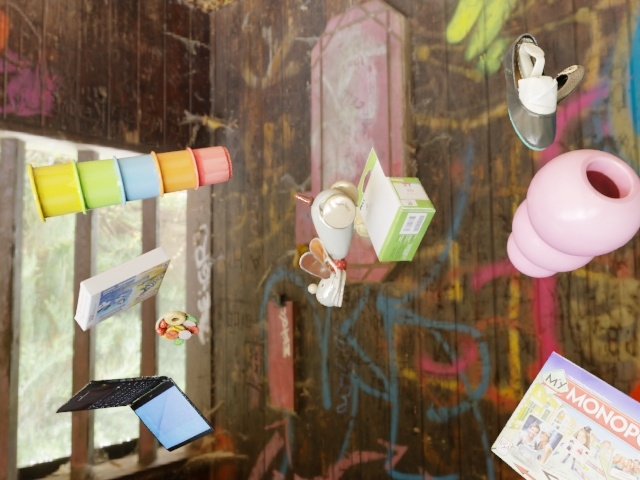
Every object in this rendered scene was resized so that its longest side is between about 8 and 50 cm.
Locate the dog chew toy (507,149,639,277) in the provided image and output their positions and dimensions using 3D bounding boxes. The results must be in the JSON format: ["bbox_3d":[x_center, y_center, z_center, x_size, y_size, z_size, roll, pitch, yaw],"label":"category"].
[{"bbox_3d":[0.492,-0.031,1.086,0.206,0.207,0.332,0,151,-8],"label":"dog chew toy"}]

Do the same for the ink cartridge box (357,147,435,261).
[{"bbox_3d":[0.188,-0.099,1.422,0.096,0.255,0.189,0,136,-18],"label":"ink cartridge box"}]

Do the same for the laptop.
[{"bbox_3d":[-0.415,0.400,1.190,0.264,0.137,0.234,8,147,-41],"label":"laptop"}]

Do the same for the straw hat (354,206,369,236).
[{"bbox_3d":[0.146,-0.046,1.733,0.144,0.061,0.145,1,146,1],"label":"straw hat"}]

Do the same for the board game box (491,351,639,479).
[{"bbox_3d":[0.467,0.357,0.863,0.046,0.214,0.317,29,-177,-45],"label":"board game box"}]

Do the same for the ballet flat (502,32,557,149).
[{"bbox_3d":[0.433,-0.320,1.102,0.095,0.281,0.096,0,149,-4],"label":"ballet flat"}]

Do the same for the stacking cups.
[{"bbox_3d":[-0.311,-0.111,0.902,0.316,0.096,0.096,-15,-178,-24],"label":"stacking cups"}]

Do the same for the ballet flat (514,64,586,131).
[{"bbox_3d":[0.558,-0.353,1.308,0.250,0.058,0.084,-46,-171,-9],"label":"ballet flat"}]

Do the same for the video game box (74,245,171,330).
[{"bbox_3d":[-0.465,0.113,1.255,0.205,0.048,0.187,-29,168,-39],"label":"video game box"}]

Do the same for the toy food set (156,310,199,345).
[{"bbox_3d":[-0.285,0.173,1.066,0.083,0.020,0.082,-42,126,18],"label":"toy food set"}]

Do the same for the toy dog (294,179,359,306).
[{"bbox_3d":[0.000,0.000,1.365,0.160,0.334,0.220,9,178,4],"label":"toy dog"}]
